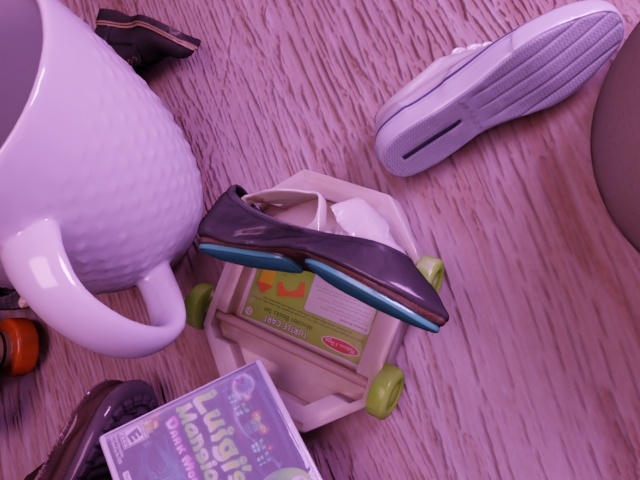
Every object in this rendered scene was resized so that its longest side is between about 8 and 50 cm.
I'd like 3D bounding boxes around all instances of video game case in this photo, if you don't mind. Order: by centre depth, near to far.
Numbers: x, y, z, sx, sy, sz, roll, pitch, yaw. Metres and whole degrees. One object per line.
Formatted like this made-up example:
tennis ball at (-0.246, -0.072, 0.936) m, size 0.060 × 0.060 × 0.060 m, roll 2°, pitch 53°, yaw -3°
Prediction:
video game case at (-0.093, 0.231, 0.551) m, size 0.173 × 0.022 × 0.190 m, roll -24°, pitch 63°, yaw -17°

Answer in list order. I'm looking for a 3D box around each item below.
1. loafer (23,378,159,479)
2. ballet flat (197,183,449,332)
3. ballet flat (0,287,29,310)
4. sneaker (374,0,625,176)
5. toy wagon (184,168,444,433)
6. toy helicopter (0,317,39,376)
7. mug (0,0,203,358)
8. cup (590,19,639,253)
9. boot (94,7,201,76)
loafer at (-0.326, 0.317, 0.712) m, size 0.130 × 0.134 × 0.365 m, roll 30°, pitch 94°, yaw 25°
ballet flat at (0.000, 0.000, 0.566) m, size 0.281 × 0.095 × 0.096 m, roll 17°, pitch 78°, yaw 26°
ballet flat at (-0.467, 0.068, 0.854) m, size 0.173 × 0.057 × 0.049 m, roll 7°, pitch 113°, yaw 27°
sneaker at (0.161, -0.166, 0.587) m, size 0.258 × 0.094 × 0.091 m, roll -27°, pitch 46°, yaw 17°
toy wagon at (-0.028, 0.098, 0.650) m, size 0.267 × 0.068 × 0.344 m, roll 20°, pitch 91°, yaw 26°
toy helicopter at (-0.576, 0.193, 0.871) m, size 0.355 × 0.140 × 0.234 m, roll 18°, pitch 99°, yaw 36°
mug at (-0.261, -0.040, 0.613) m, size 0.276 × 0.328 × 0.374 m, roll -36°, pitch 63°, yaw 5°
cup at (0.371, -0.111, 0.409) m, size 0.332 × 0.237 × 0.330 m, roll -4°, pitch 81°, yaw 24°
boot at (-0.253, -0.235, 0.808) m, size 0.198 × 0.077 × 0.136 m, roll 23°, pitch 97°, yaw 39°
